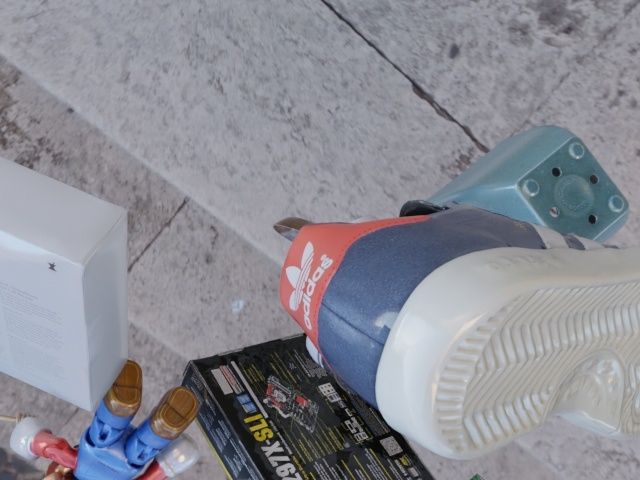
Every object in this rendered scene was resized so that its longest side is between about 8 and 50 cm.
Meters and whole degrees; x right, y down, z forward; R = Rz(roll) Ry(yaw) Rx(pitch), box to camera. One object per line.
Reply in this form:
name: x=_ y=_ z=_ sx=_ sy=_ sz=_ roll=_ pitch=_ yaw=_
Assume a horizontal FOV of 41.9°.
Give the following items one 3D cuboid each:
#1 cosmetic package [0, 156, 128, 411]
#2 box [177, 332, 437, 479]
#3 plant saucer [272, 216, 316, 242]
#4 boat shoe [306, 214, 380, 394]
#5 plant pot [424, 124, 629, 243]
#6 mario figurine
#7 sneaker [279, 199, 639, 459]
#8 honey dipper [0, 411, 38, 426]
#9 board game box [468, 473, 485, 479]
cosmetic package: x=-0.404 y=0.017 z=0.947 sx=0.377 sy=0.097 sz=0.284 roll=23 pitch=140 yaw=7
box: x=-0.017 y=0.284 z=1.190 sx=0.257 sy=0.322 sz=0.079 roll=-11 pitch=141 yaw=-40
plant saucer: x=0.000 y=0.000 z=1.419 sx=0.168 sy=0.168 sz=0.029 roll=27 pitch=82 yaw=-16
boat shoe: x=0.032 y=0.065 z=0.660 sx=0.080 sy=0.076 sz=0.228 roll=-30 pitch=156 yaw=-21
plant pot: x=0.358 y=-0.045 z=1.389 sx=0.248 sy=0.252 sz=0.247 roll=-37 pitch=91 yaw=-17
mario figurine: x=-0.298 y=0.281 z=1.164 sx=0.198 sy=0.170 sz=0.320 roll=50 pitch=122 yaw=15
sneaker: x=0.121 y=0.038 z=0.511 sx=0.350 sy=0.148 sz=0.131 roll=12 pitch=103 yaw=-48
honey dipper: x=-0.621 y=0.333 z=1.593 sx=0.160 sy=0.030 sz=0.030 roll=12 pitch=110 yaw=-8
board game box: x=0.130 y=0.423 z=1.053 sx=0.259 sy=0.136 sz=0.030 roll=-42 pitch=118 yaw=7
